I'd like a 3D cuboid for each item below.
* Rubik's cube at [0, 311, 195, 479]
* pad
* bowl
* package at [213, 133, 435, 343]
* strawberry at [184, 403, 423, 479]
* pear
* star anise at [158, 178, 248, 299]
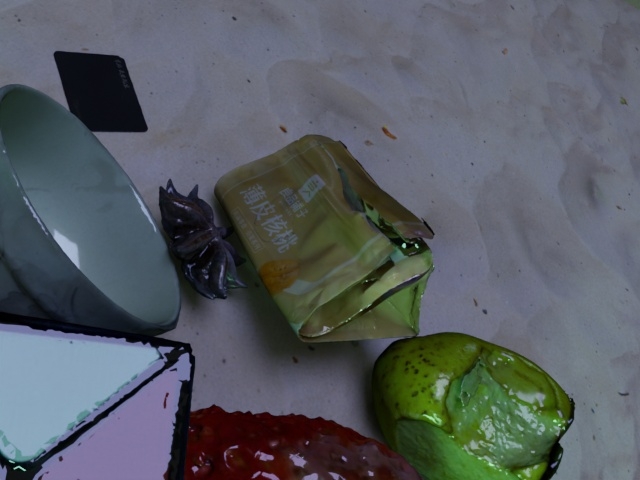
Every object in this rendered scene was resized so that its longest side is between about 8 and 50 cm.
[{"bbox_3d":[-0.259,0.203,0.590,0.248,0.246,0.250,10,70,-21],"label":"Rubik's cube"},{"bbox_3d":[-0.334,-0.227,1.072,0.112,0.003,0.157,-6,61,-36],"label":"pad"},{"bbox_3d":[-0.300,-0.004,0.769,0.307,0.163,0.307,61,7,-12],"label":"bowl"},{"bbox_3d":[0.015,-0.026,0.972,0.221,0.165,0.311,3,35,-32],"label":"package"},{"bbox_3d":[-0.019,0.295,0.790,0.336,0.149,0.265,32,48,-8],"label":"strawberry"},{"bbox_3d":[0.206,0.213,0.992,0.255,0.164,0.238,40,46,2],"label":"pear"},{"bbox_3d":[-0.167,-0.003,0.944,0.204,0.061,0.180,64,10,22],"label":"star anise"}]
